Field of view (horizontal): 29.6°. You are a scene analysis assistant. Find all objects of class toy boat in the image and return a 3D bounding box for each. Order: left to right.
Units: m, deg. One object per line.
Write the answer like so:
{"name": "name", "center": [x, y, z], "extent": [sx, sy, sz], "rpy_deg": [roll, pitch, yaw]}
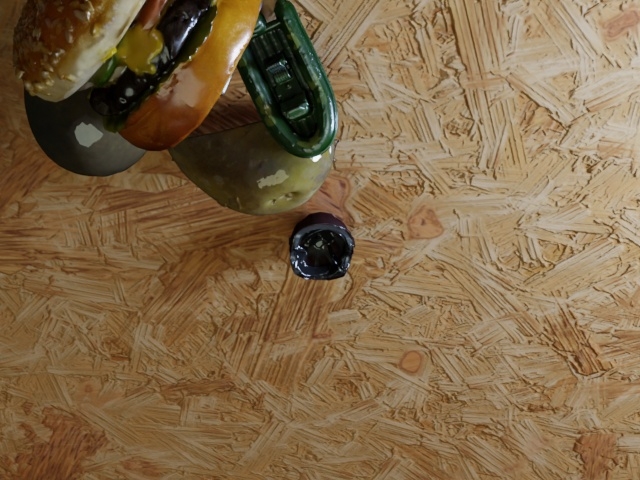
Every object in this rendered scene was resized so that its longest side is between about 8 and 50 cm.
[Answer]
{"name": "toy boat", "center": [-0.045, -0.204, 1.549], "extent": [0.104, 0.052, 0.210], "rpy_deg": [-22, 101, 13]}

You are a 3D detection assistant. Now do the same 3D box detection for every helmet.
{"name": "helmet", "center": [0.000, 0.000, 1.794], "extent": [0.098, 0.070, 0.123], "rpy_deg": [2, 130, -7]}

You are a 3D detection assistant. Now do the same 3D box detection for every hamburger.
{"name": "hamburger", "center": [-0.214, -0.256, 1.393], "extent": [0.225, 0.291, 0.291], "rpy_deg": [32, 130, -25]}

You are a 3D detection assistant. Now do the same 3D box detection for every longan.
{"name": "longan", "center": [-0.301, -0.171, 1.578], "extent": [0.167, 0.167, 0.187], "rpy_deg": [-18, 112, 21]}

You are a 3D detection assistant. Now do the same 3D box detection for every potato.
{"name": "potato", "center": [-0.096, -0.095, 1.640], "extent": [0.243, 0.098, 0.138], "rpy_deg": [-12, 99, 16]}
